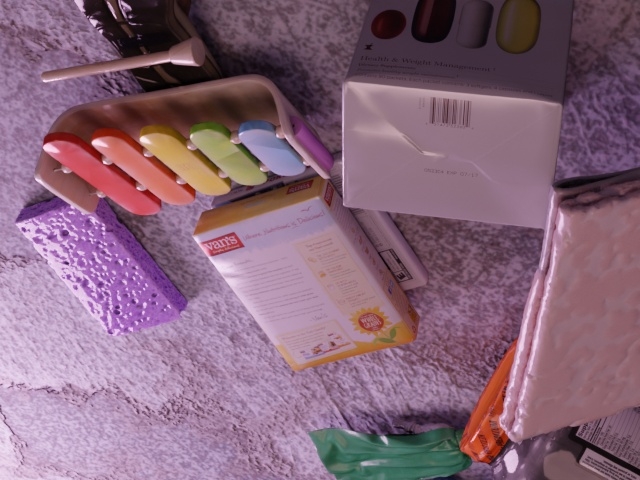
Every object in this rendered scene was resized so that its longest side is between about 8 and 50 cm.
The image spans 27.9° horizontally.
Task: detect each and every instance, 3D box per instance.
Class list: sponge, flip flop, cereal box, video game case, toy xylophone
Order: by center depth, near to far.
[{"bbox_3d":[-0.170,-0.242,1.303,0.112,0.080,0.277,-2,146,22],"label":"flip flop"},{"bbox_3d":[-0.160,-0.111,1.358,0.322,0.081,0.236,-11,155,28],"label":"toy xylophone"},{"bbox_3d":[-0.014,0.043,1.497,0.173,0.047,0.240,-16,126,27],"label":"cereal box"},{"bbox_3d":[0.000,0.000,1.504,0.183,0.023,0.201,-18,125,28],"label":"video game case"},{"bbox_3d":[-0.270,0.030,1.598,0.117,0.031,0.210,-17,125,28],"label":"sponge"}]

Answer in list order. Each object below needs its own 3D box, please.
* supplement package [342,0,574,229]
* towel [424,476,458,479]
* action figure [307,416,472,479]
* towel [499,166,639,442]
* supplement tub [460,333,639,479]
[{"bbox_3d":[0.132,-0.139,1.220,0.194,0.203,0.149,7,132,8],"label":"supplement package"},{"bbox_3d":[0.175,0.351,1.766,0.119,0.029,0.067,25,132,-7],"label":"towel"},{"bbox_3d":[0.114,0.277,1.693,0.232,0.063,0.137,-13,125,30],"label":"action figure"},{"bbox_3d":[0.344,0.045,1.265,0.332,0.053,0.317,-13,132,-18],"label":"towel"},{"bbox_3d":[0.347,0.254,1.493,0.338,0.207,0.207,29,133,4],"label":"supplement tub"}]
